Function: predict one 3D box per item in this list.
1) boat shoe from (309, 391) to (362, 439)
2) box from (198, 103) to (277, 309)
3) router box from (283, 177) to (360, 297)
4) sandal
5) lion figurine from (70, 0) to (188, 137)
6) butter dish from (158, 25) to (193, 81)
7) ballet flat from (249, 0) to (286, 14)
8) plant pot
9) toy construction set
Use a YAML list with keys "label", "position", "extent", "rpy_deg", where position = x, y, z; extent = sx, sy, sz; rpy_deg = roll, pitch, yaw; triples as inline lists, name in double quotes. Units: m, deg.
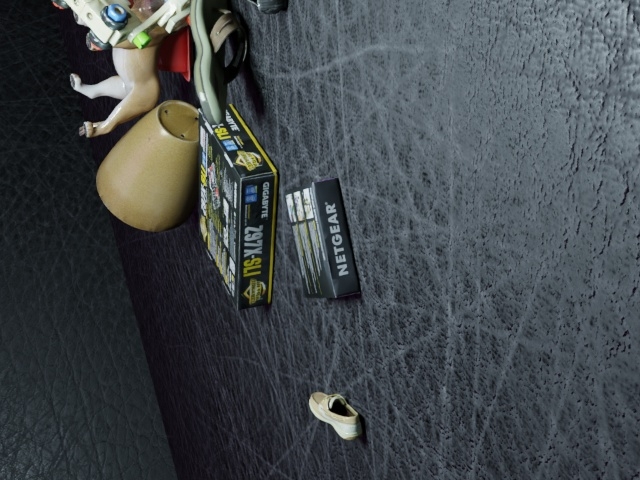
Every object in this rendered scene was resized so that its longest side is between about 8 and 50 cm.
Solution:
- label: "boat shoe"
  position: [0.026, 0.278, 1.434]
  extent: [0.135, 0.050, 0.045]
  rpy_deg: [27, 123, 51]
- label: "box"
  position: [-0.168, -0.064, 1.704]
  extent: [0.257, 0.079, 0.322]
  rpy_deg: [-122, 29, -46]
- label: "router box"
  position: [0.000, 0.000, 1.351]
  extent: [0.133, 0.046, 0.179]
  rpy_deg: [172, 86, -68]
- label: "sandal"
  position: [-0.171, -0.336, 1.543]
  extent: [0.120, 0.086, 0.303]
  rpy_deg: [57, -156, -60]
- label: "lion figurine"
  position: [-0.385, -0.378, 1.812]
  extent: [0.142, 0.240, 0.392]
  rpy_deg: [58, 145, 26]
- label: "butter dish"
  position: [-0.352, -0.443, 1.913]
  extent: [0.160, 0.118, 0.160]
  rpy_deg: [-126, 31, -46]
- label: "ballet flat"
  position: [-0.105, -0.405, 1.399]
  extent: [0.173, 0.049, 0.057]
  rpy_deg: [-134, 39, -54]
- label: "plant pot"
  position: [-0.348, -0.186, 1.942]
  extent: [0.254, 0.237, 0.237]
  rpy_deg: [-49, 54, 45]
- label: "toy construction set"
  position: [-0.375, -0.469, 1.605]
  extent: [0.327, 0.215, 0.151]
  rpy_deg: [36, 131, 8]
